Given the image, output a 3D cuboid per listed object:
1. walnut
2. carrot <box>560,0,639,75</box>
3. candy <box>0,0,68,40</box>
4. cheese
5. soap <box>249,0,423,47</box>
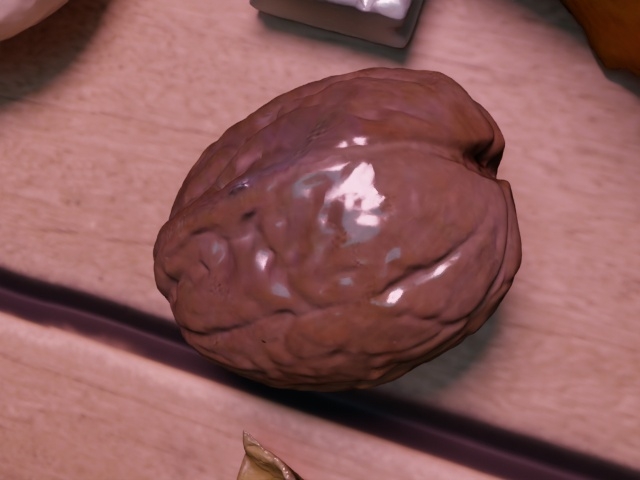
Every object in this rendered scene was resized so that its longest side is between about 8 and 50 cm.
[{"bbox_3d":[0.001,0.000,0.415,0.231,0.178,0.178,-17,85,22],"label":"walnut"},{"bbox_3d":[0.248,-0.226,0.334,0.341,0.241,0.241,-36,82,11],"label":"carrot"},{"bbox_3d":[-0.277,-0.330,0.432,0.387,0.186,0.426,-5,100,-5],"label":"candy"},{"bbox_3d":[-0.034,0.169,0.474,0.060,0.041,0.083,14,102,18],"label":"cheese"},{"bbox_3d":[0.030,-0.241,0.461,0.119,0.066,0.197,18,92,9],"label":"soap"}]
